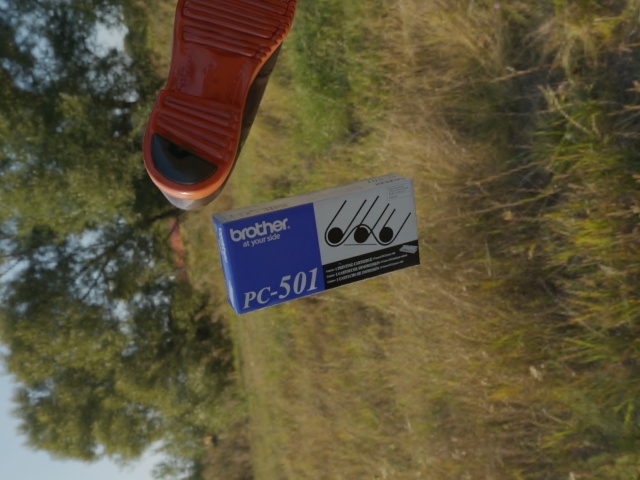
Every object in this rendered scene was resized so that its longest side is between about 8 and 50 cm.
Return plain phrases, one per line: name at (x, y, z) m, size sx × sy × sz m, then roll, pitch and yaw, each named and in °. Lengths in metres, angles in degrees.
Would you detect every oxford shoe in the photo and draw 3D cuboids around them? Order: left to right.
oxford shoe at (-0.089, -0.155, 0.601) m, size 0.098 × 0.097 × 0.271 m, roll 116°, pitch 174°, yaw -74°

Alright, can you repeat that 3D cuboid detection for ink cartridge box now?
ink cartridge box at (0.000, 0.000, 0.684) m, size 0.046 × 0.207 × 0.097 m, roll -147°, pitch 46°, yaw -64°
